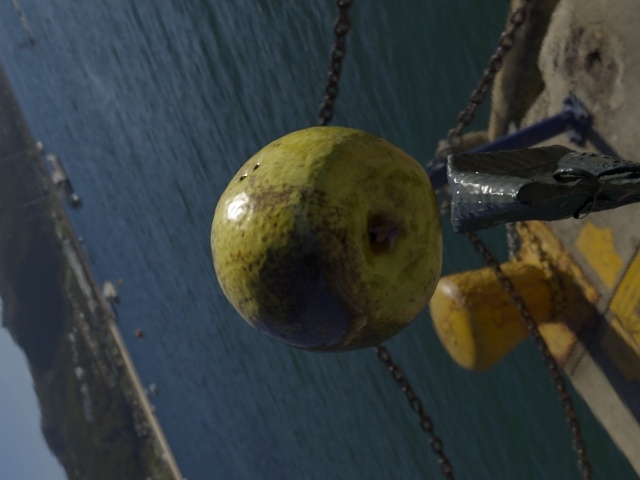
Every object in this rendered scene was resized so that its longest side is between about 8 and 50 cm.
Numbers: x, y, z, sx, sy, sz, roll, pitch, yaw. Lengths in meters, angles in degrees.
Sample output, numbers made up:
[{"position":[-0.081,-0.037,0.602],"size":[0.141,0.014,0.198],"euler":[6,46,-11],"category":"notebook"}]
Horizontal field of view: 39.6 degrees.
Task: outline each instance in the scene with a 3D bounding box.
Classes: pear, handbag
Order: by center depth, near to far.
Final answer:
[{"position":[0.000,0.000,0.762],"size":[0.197,0.197,0.197],"euler":[59,164,29],"category":"pear"},{"position":[0.256,-0.056,0.938],"size":[0.175,0.270,0.089],"euler":[6,101,57],"category":"handbag"}]
